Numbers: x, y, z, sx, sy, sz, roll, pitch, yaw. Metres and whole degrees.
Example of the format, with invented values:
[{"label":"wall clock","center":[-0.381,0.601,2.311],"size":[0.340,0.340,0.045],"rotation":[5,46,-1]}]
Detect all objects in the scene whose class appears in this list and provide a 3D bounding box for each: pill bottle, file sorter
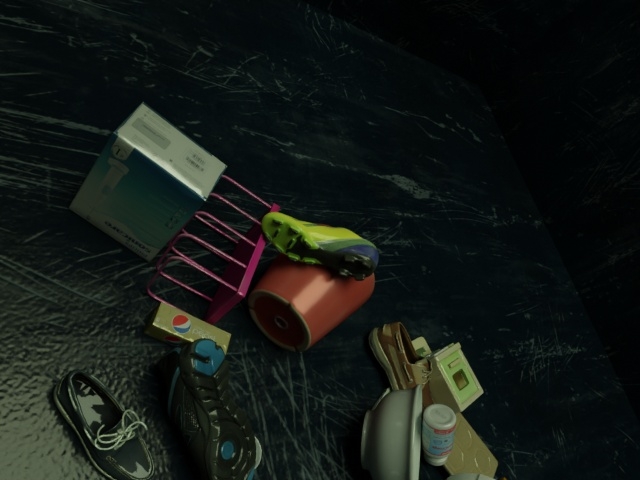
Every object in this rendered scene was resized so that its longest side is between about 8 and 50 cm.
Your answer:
[{"label":"pill bottle","center":[0.321,0.535,1.427],"size":[0.087,0.087,0.160],"rotation":[-38,134,-49]},{"label":"file sorter","center":[-0.256,0.020,1.233],"size":[0.182,0.202,0.290],"rotation":[33,44,-17]}]

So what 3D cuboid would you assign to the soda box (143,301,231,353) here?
[{"label":"soda box","center":[-0.296,0.209,1.168],"size":[0.181,0.058,0.061],"rotation":[31,45,-23]}]

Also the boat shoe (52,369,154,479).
[{"label":"boat shoe","center":[-0.390,0.346,0.967],"size":[0.254,0.079,0.095],"rotation":[55,40,2]}]

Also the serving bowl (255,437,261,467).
[{"label":"serving bowl","center":[-0.170,0.461,1.131],"size":[0.083,0.027,0.083],"rotation":[24,49,-30]}]

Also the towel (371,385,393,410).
[{"label":"towel","center":[0.211,0.503,1.467],"size":[0.152,0.023,0.113],"rotation":[54,43,-2]}]

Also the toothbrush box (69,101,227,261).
[{"label":"toothbrush box","center":[-0.379,-0.113,1.135],"size":[0.216,0.295,0.126],"rotation":[37,43,-17]}]

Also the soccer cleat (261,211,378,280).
[{"label":"soccer cleat","center":[0.000,0.001,1.227],"size":[0.289,0.093,0.121],"rotation":[22,38,-5]}]

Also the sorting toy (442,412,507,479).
[{"label":"sorting toy","center":[0.464,0.693,1.559],"size":[0.307,0.041,0.229],"rotation":[53,36,-1]}]

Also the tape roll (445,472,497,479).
[{"label":"tape roll","center":[0.395,0.735,1.302],"size":[0.246,0.246,0.169],"rotation":[51,40,-3]}]

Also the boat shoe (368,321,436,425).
[{"label":"boat shoe","center":[0.263,0.383,1.505],"size":[0.324,0.116,0.123],"rotation":[59,23,6]}]

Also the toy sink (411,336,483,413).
[{"label":"toy sink","center":[0.367,0.400,1.596],"size":[0.153,0.131,0.234],"rotation":[-12,71,-47]}]

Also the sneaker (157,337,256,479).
[{"label":"sneaker","center":[-0.233,0.372,1.070],"size":[0.125,0.140,0.340],"rotation":[-7,81,-56]}]

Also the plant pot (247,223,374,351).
[{"label":"plant pot","center":[-0.035,0.133,1.328],"size":[0.275,0.275,0.243],"rotation":[49,50,-5]}]

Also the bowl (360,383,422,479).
[{"label":"bowl","center":[0.178,0.505,1.301],"size":[0.298,0.134,0.297],"rotation":[1,90,-76]}]
